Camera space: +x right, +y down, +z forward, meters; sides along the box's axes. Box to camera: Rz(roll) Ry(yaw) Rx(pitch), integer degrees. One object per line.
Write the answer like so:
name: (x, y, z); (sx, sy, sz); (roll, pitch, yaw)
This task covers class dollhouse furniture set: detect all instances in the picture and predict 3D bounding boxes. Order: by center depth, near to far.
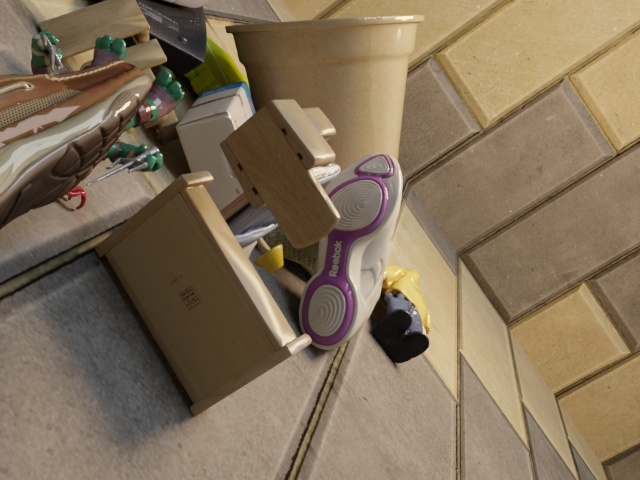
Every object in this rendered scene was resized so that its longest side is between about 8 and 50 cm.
dollhouse furniture set: (-0.029, 0.006, 0.875); (0.198, 0.286, 0.303); (58, 27, 5)
dollhouse furniture set: (-0.273, -0.206, 1.053); (0.144, 0.123, 0.151); (60, -19, 14)

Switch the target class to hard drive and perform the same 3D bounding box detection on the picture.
hard drive: (-0.264, -0.359, 1.255); (0.172, 0.054, 0.255); (24, 31, -28)

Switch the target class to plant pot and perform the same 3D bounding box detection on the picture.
plant pot: (0.015, -0.223, 1.377); (0.334, 0.333, 0.306); (-64, 152, -73)

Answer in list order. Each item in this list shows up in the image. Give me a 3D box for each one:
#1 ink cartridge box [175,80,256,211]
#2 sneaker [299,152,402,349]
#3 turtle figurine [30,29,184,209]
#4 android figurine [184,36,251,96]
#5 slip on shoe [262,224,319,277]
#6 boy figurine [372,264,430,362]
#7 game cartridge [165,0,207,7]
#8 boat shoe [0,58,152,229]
ink cartridge box: (-0.135, -0.137, 1.157); (0.191, 0.082, 0.140); (-81, 157, -66)
sneaker: (0.049, 0.016, 1.218); (0.114, 0.305, 0.152); (18, -4, 18)
turtle figurine: (-0.241, -0.133, 0.829); (0.175, 0.118, 0.234); (49, 30, -15)
android figurine: (-0.185, -0.287, 1.434); (0.248, 0.056, 0.273); (62, 16, 19)
slip on shoe: (0.000, 0.000, 1.315); (0.331, 0.123, 0.101); (32, 24, -46)
boy figurine: (0.154, 0.119, 1.578); (0.177, 0.092, 0.285); (52, 15, -16)
game cartridge: (-0.313, -0.460, 1.230); (0.294, 0.060, 0.196); (12, 34, -40)
boat shoe: (-0.245, -0.083, 0.609); (0.116, 0.123, 0.324); (44, 35, -5)
